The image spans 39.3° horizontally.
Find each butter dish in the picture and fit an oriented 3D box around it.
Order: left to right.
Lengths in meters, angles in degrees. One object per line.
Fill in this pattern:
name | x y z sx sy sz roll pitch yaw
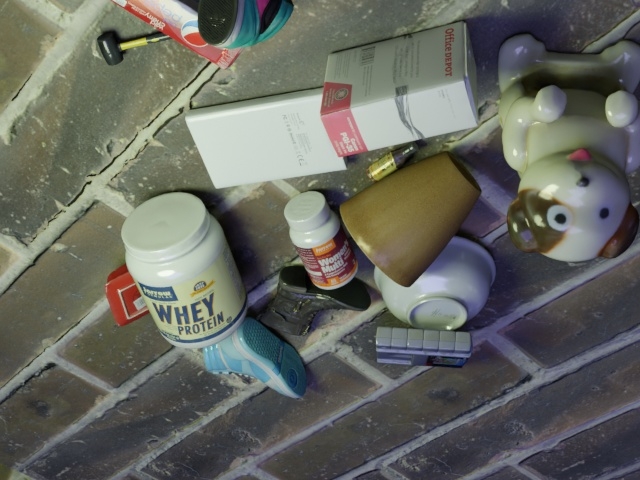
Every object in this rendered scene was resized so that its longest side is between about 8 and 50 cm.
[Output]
butter dish | -0.477 0.110 2.268 0.160 0.118 0.160 -29 135 -22

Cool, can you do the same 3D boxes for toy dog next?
toy dog | 0.449 -0.143 1.678 0.284 0.408 0.395 11 134 -2

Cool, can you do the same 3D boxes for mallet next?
mallet | -0.359 -0.409 1.803 0.189 0.039 0.062 -16 127 16

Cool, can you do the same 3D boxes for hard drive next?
hard drive | -0.113 -0.217 1.944 0.307 0.040 0.203 -7 132 15

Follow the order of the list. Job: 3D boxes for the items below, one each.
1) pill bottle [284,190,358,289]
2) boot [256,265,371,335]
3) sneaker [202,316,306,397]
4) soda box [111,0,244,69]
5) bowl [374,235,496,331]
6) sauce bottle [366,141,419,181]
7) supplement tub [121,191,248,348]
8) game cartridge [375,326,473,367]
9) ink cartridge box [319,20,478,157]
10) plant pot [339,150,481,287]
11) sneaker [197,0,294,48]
pill bottle | 0.000 0.000 2.081 0.121 0.121 0.221 -10 132 17
boot | -0.020 0.171 2.288 0.262 0.091 0.229 17 139 -3
sneaker | -0.191 0.333 2.438 0.208 0.127 0.319 -17 129 31
soda box | -0.263 -0.440 1.713 0.263 0.092 0.083 30 131 -20
bowl | 0.274 0.128 2.135 0.297 0.134 0.298 2 141 2
sauce bottle | 0.157 -0.173 1.948 0.042 0.042 0.128 38 126 -25
supplement tub | -0.319 0.072 2.117 0.235 0.235 0.325 -5 133 13
game cartridge | 0.253 0.273 2.234 0.230 0.068 0.355 7 166 6
ink cartridge box | 0.155 -0.289 1.719 0.282 0.207 0.117 -10 132 18
plant pot | 0.213 -0.067 1.934 0.254 0.237 0.237 -40 119 18
sneaker | -0.115 -0.486 1.634 0.123 0.178 0.296 20 100 26
